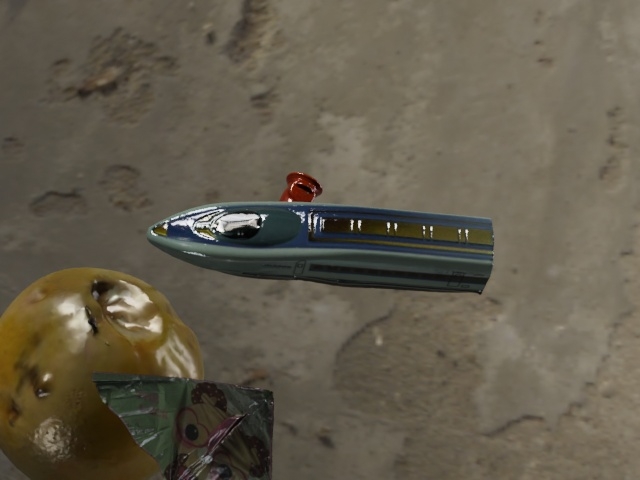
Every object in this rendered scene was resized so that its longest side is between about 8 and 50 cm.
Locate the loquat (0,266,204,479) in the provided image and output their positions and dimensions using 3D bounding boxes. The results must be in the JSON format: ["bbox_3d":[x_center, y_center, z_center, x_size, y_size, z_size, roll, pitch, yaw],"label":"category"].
[{"bbox_3d":[-0.240,0.153,1.475,0.244,0.244,0.244,0,89,-26],"label":"loquat"}]

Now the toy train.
[{"bbox_3d":[0.000,0.000,1.032,0.252,0.048,0.055,4,66,-7],"label":"toy train"}]

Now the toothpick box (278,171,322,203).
[{"bbox_3d":[-0.031,-0.034,1.570,0.047,0.047,0.083,34,62,-22],"label":"toothpick box"}]

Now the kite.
[{"bbox_3d":[-0.118,0.197,1.125,0.229,0.250,0.012,53,26,12],"label":"kite"}]
